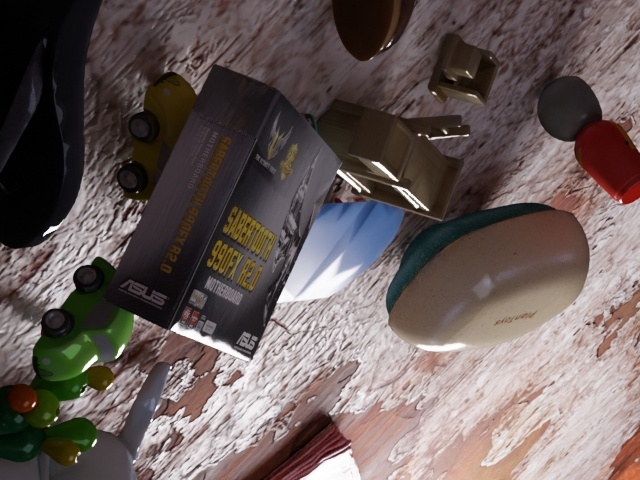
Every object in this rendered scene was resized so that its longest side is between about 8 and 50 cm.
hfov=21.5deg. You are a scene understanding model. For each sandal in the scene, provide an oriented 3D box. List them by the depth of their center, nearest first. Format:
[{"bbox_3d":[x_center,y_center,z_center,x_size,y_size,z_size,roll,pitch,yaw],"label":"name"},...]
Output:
[{"bbox_3d":[-0.188,-0.108,1.044,0.054,0.097,0.254,-21,136,-44],"label":"sandal"}]

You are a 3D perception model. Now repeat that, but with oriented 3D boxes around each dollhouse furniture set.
[{"bbox_3d":[0.061,-0.126,1.439,0.161,0.101,0.182,-69,156,-7],"label":"dollhouse furniture set"}]

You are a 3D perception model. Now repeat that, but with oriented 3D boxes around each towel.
[{"bbox_3d":[-0.042,0.360,2.056,0.237,0.037,0.329,-39,155,-11],"label":"towel"}]

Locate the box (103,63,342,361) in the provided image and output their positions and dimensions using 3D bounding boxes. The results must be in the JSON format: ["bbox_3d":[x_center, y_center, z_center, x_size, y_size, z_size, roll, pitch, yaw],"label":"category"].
[{"bbox_3d":[-0.065,-0.012,1.257,0.183,0.056,0.231,-65,165,-5],"label":"box"}]

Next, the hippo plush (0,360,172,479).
[{"bbox_3d":[-0.204,0.301,1.466,0.294,0.236,0.234,-20,145,-43],"label":"hippo plush"}]

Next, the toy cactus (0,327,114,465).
[{"bbox_3d":[-0.266,0.132,1.308,0.180,0.112,0.219,-29,160,10],"label":"toy cactus"}]

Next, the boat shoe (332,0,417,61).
[{"bbox_3d":[0.060,-0.223,1.265,0.073,0.073,0.207,-28,151,-29],"label":"boat shoe"}]

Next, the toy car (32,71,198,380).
[{"bbox_3d":[-0.137,0.019,1.267,0.225,0.053,0.239,-59,163,-28],"label":"toy car"}]

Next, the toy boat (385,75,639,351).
[{"bbox_3d":[0.210,-0.019,1.764,0.267,0.148,0.318,-4,141,-48],"label":"toy boat"}]

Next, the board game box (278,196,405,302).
[{"bbox_3d":[0.000,0.000,1.571,0.169,0.033,0.133,-5,139,-48],"label":"board game box"}]

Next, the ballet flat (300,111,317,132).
[{"bbox_3d":[-0.028,-0.061,1.425,0.041,0.041,0.114,-30,151,-30],"label":"ballet flat"}]
